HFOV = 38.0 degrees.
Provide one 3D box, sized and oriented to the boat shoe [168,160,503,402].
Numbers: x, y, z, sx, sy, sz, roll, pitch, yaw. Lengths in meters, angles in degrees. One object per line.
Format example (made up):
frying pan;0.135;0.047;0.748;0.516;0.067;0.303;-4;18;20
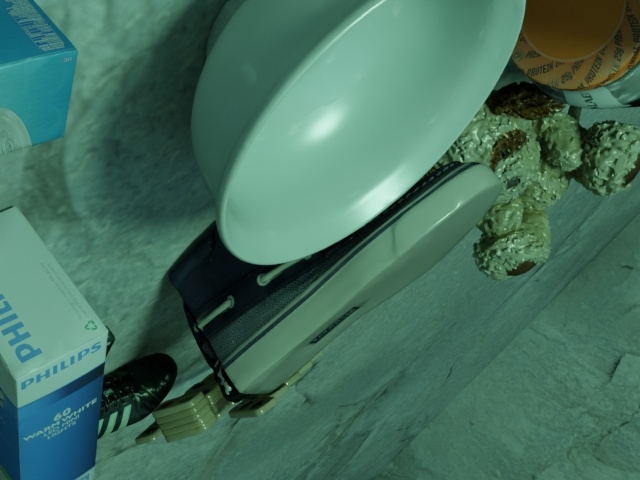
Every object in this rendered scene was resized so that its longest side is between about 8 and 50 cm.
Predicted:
boat shoe;0.000;0.000;0.906;0.340;0.158;0.127;-39;161;9

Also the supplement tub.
supplement tub;0.327;-0.238;0.992;0.316;0.193;0.193;-14;145;-51

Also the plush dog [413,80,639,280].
plush dog;0.225;-0.107;1.134;0.225;0.210;0.262;19;125;-45

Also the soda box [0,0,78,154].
soda box;-0.240;-0.073;0.493;0.210;0.067;0.071;-24;152;-38

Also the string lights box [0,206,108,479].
string lights box;-0.243;0.110;0.748;0.077;0.133;0.259;-28;155;-32

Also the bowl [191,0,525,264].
bowl;0.006;-0.130;0.721;0.298;0.134;0.298;-36;157;-17

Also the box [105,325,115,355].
box;-0.250;0.121;0.917;0.083;0.018;0.067;-15;147;-49

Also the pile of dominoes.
pile of dominoes;-0.093;0.150;1.080;0.196;0.040;0.251;-21;-171;29

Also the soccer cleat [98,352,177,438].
soccer cleat;-0.234;0.178;1.002;0.179;0.060;0.072;-33;156;-14
